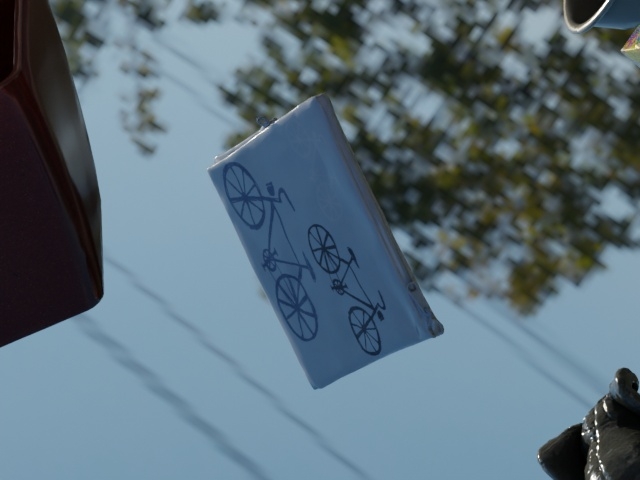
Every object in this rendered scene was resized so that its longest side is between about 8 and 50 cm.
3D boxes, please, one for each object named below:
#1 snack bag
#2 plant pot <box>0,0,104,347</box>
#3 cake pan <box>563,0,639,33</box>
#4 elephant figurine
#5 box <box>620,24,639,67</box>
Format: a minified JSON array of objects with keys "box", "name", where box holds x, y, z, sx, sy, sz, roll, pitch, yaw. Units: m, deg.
[{"box":[0.000,0.000,2.333,0.037,0.342,0.323,-24,-94,-29],"name":"snack bag"},{"box":[-0.310,-0.048,1.606,0.267,0.267,0.235,-103,-12,-57],"name":"plant pot"},{"box":[0.321,-0.334,1.929,0.054,0.293,0.293,19,-162,-8],"name":"cake pan"},{"box":[0.291,0.202,1.851,0.239,0.169,0.186,-118,8,-46],"name":"elephant figurine"},{"box":[0.480,-0.250,1.925,0.177,0.279,0.290,36,177,-8],"name":"box"}]
